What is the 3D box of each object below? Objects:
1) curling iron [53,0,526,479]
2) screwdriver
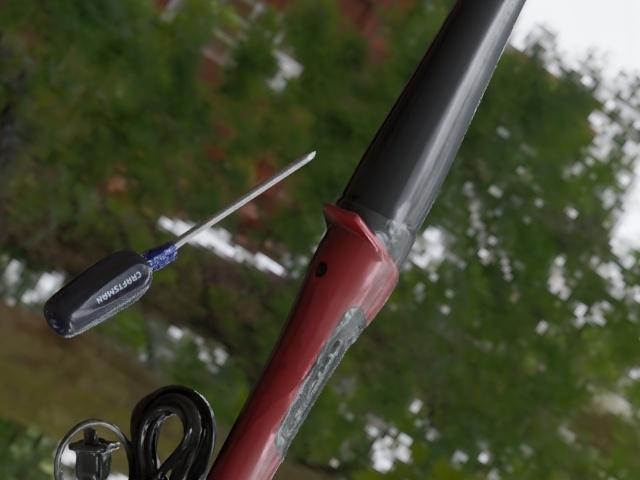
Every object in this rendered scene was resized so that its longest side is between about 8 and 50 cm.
[{"bbox_3d":[0.000,0.000,0.607,0.274,0.068,0.035,-56,166,0],"label":"curling iron"},{"bbox_3d":[-0.055,-0.001,0.813,0.170,0.025,0.024,-29,164,-37],"label":"screwdriver"}]
